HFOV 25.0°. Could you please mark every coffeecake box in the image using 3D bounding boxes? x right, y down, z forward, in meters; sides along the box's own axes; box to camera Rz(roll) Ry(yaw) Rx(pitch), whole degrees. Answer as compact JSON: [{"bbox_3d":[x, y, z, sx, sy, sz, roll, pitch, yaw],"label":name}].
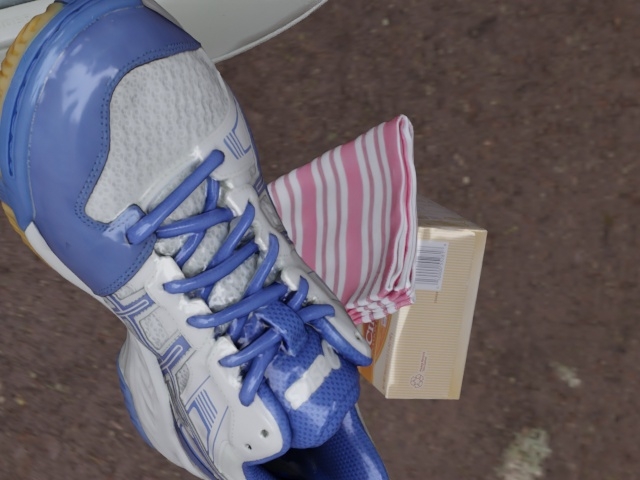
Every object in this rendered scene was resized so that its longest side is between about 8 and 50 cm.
[{"bbox_3d":[0.061,0.036,1.213,0.068,0.185,0.142,4,102,-20],"label":"coffeecake box"}]

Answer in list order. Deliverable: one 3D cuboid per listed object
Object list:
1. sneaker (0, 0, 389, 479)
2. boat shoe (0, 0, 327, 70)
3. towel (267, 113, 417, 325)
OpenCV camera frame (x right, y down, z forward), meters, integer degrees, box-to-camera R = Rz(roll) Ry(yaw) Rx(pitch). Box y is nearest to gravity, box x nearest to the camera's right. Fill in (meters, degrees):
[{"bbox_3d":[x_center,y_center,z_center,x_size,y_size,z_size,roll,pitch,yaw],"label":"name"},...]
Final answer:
[{"bbox_3d":[-0.034,0.019,0.611,0.112,0.131,0.296,-45,144,-20],"label":"sneaker"},{"bbox_3d":[-0.112,-0.144,0.763,0.319,0.116,0.099,-22,74,-30],"label":"boat shoe"},{"bbox_3d":[0.000,0.000,1.087,0.029,0.197,0.144,17,63,-36],"label":"towel"}]
